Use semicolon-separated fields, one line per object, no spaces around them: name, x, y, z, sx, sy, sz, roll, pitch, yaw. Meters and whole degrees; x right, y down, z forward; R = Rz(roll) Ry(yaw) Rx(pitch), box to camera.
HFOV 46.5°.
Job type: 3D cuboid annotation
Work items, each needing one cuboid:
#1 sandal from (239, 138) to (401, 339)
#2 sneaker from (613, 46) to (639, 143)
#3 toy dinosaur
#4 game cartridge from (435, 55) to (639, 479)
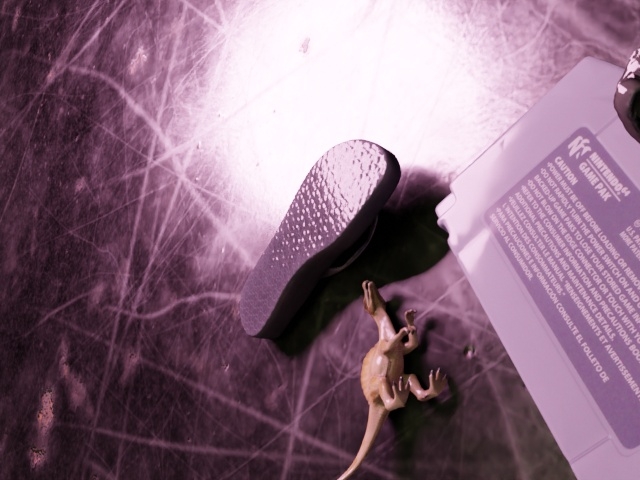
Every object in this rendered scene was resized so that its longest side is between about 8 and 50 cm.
sandal;0.000;0.000;0.725;0.254;0.055;0.097;-51;41;36
sneaker;0.210;-0.020;0.377;0.147;0.105;0.295;18;78;49
toy dinosaur;0.058;0.124;0.637;0.093;0.053;0.183;-20;57;58
game cartridge;0.203;0.020;0.481;0.196;0.060;0.294;-48;44;28
